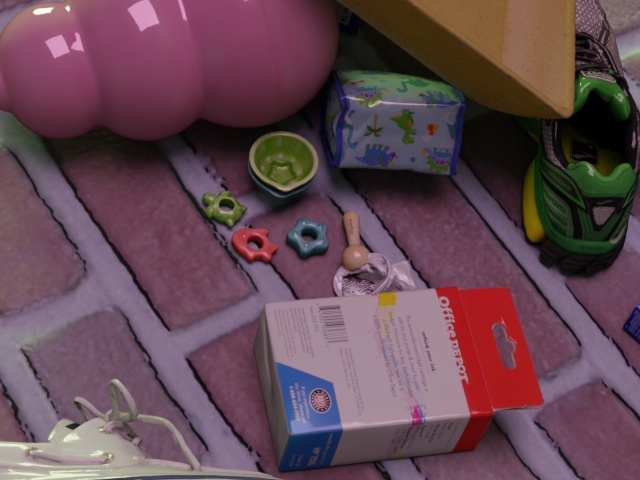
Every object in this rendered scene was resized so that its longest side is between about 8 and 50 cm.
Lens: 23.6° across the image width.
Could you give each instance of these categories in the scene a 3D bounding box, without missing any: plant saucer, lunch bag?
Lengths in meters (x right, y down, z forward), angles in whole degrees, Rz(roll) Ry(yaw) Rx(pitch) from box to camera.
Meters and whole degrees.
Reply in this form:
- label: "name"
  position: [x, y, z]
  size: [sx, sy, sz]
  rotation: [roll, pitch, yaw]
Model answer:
- label: "plant saucer"
  position: [0.104, -0.285, 1.498]
  size: [0.332, 0.081, 0.333]
  rotation: [33, 39, -19]
- label: "lunch bag"
  position: [0.067, -0.126, 1.527]
  size: [0.128, 0.096, 0.151]
  rotation: [4, 26, -9]

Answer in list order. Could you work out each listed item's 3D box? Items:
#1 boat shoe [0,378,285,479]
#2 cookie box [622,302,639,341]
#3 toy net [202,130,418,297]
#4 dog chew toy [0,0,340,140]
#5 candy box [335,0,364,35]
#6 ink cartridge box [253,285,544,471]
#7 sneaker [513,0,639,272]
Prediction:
- label: "boat shoe"
  position: [-0.188, 0.188, 1.241]
  size: [0.367, 0.136, 0.156]
  rotation: [-3, 52, -1]
- label: "cookie box"
  position: [0.362, 0.084, 1.469]
  size: [0.107, 0.040, 0.092]
  rotation: [42, 57, 17]
- label: "toy net"
  position: [0.000, 0.000, 1.452]
  size: [0.232, 0.045, 0.122]
  rotation: [43, 58, 18]
- label: "dog chew toy"
  position: [-0.154, -0.189, 1.469]
  size: [0.331, 0.207, 0.207]
  rotation: [-16, 60, -12]
- label: "candy box"
  position: [-0.058, -0.399, 1.674]
  size: [0.317, 0.122, 0.268]
  rotation: [20, 53, 1]
- label: "ink cartridge box"
  position: [0.067, 0.120, 1.361]
  size: [0.231, 0.078, 0.134]
  rotation: [-4, 57, -14]
- label: "sneaker"
  position: [0.271, -0.143, 1.546]
  size: [0.134, 0.146, 0.344]
  rotation: [3, 54, -10]
